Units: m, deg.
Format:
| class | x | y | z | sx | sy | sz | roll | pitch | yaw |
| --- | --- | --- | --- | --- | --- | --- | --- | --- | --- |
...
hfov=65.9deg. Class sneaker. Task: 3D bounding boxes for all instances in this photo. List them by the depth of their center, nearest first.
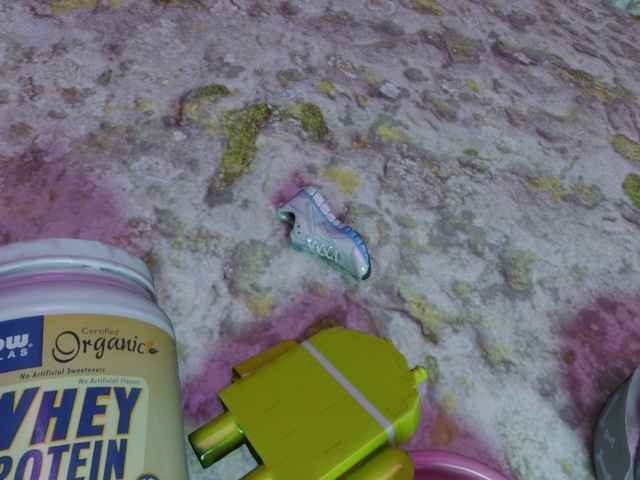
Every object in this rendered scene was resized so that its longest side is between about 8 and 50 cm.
| class | x | y | z | sx | sy | sz | roll | pitch | yaw |
| --- | --- | --- | --- | --- | --- | --- | --- | --- | --- |
| sneaker | 0.000 | 0.000 | 0.757 | 0.082 | 0.071 | 0.191 | -29 | 57 | -23 |

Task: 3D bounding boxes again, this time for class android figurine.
| class | x | y | z | sx | sy | sz | roll | pitch | yaw |
| --- | --- | --- | --- | --- | --- | --- | --- | --- | --- |
| android figurine | -0.002 | 0.193 | 0.559 | 0.272 | 0.056 | 0.248 | -26 | 37 | -27 |

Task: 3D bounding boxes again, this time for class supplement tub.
| class | x | y | z | sx | sy | sz | roll | pitch | yaw |
| --- | --- | --- | --- | --- | --- | --- | --- | --- | --- |
| supplement tub | -0.244 | 0.179 | 0.461 | 0.228 | 0.228 | 0.317 | -6 | 57 | -18 |

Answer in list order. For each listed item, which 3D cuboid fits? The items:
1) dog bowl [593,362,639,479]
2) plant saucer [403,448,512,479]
| class | x | y | z | sx | sy | sz | roll | pitch | yaw |
| --- | --- | --- | --- | --- | --- | --- | --- | --- | --- |
| dog bowl | 0.520 | 0.312 | 0.629 | 0.348 | 0.102 | 0.349 | 6 | 54 | -8 |
| plant saucer | 0.119 | 0.390 | 0.487 | 0.331 | 0.084 | 0.332 | 6 | 54 | -9 |
